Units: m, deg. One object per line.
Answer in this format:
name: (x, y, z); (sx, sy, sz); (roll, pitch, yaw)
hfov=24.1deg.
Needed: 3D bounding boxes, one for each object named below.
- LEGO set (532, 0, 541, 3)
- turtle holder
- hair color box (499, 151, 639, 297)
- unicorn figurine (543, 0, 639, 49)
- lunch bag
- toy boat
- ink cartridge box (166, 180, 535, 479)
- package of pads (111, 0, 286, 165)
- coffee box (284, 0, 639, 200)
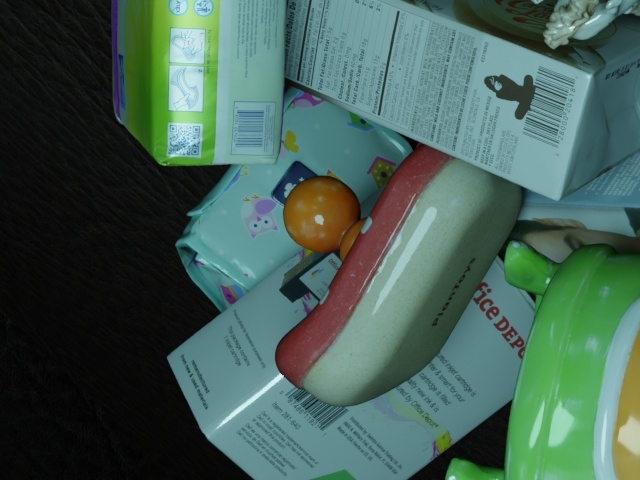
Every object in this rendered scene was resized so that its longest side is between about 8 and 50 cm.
LEGO set: (0.113, -0.267, 0.888); (0.093, 0.087, 0.227); (48, 165, 48)
turtle holder: (0.234, 0.149, 1.041); (0.227, 0.243, 0.320); (9, 141, 20)
hair color box: (0.298, -0.002, 1.109); (0.185, 0.113, 0.374); (49, 157, -27)
unicorn figurine: (0.200, -0.165, 0.959); (0.060, 0.162, 0.111); (61, 154, 23)
lunch bag: (0.000, 0.000, 1.429); (0.160, 0.223, 0.262); (15, 152, 47)
toy boat: (0.035, 0.007, 1.123); (0.151, 0.231, 0.151); (35, -166, 23)
ink cartridge box: (0.044, 0.099, 1.298); (0.201, 0.278, 0.117); (48, -175, -40)
package of pads: (-0.094, -0.185, 1.117); (0.101, 0.229, 0.296); (0, -169, -14)
coffee box: (0.106, -0.134, 1.068); (0.246, 0.141, 0.098); (27, 122, 28)
